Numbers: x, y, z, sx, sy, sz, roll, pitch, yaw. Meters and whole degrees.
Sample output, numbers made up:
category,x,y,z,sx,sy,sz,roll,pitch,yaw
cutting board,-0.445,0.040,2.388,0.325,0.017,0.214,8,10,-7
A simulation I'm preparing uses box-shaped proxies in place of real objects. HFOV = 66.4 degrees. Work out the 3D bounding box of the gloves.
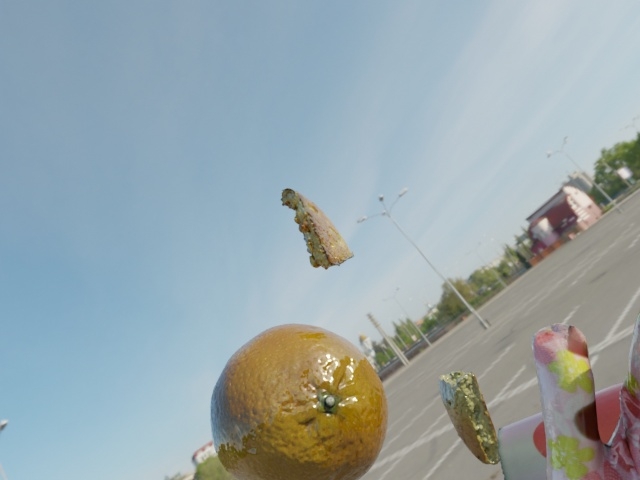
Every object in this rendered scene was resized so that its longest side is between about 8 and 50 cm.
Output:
category,x,y,z,sx,sy,sz,roll,pitch,yaw
gloves,0.217,0.127,0.290,0.126,0.240,0.145,0,7,-19

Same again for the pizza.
category,x,y,z,sx,sy,sz,roll,pitch,yaw
pizza,0.000,0.000,0.765,0.041,0.130,0.178,-30,-42,18

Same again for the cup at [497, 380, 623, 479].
category,x,y,z,sx,sy,sz,roll,pitch,yaw
cup,0.320,0.194,0.422,0.289,0.202,0.203,-26,-10,24

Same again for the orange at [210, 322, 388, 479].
category,x,y,z,sx,sy,sz,roll,pitch,yaw
orange,-0.029,0.242,0.702,0.264,0.264,0.264,-34,-16,-11

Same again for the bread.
category,x,y,z,sx,sy,sz,roll,pitch,yaw
bread,0.212,0.242,0.745,0.054,0.154,0.136,-19,17,1
